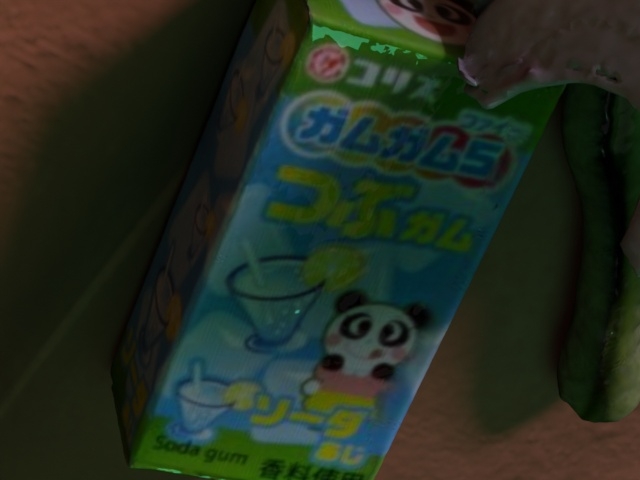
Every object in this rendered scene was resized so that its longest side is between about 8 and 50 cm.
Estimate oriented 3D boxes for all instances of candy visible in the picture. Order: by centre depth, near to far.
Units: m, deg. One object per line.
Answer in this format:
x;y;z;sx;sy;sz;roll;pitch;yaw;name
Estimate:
0.000;0.000;0.660;0.097;0.062;0.194;13;121;-19;candy

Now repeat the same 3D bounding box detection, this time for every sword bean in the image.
0.101;-0.039;0.668;0.043;0.038;0.269;-3;127;6;sword bean

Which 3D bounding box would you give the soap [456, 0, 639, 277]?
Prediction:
0.214;-0.136;0.519;0.302;0.159;0.258;-8;131;-20;soap
